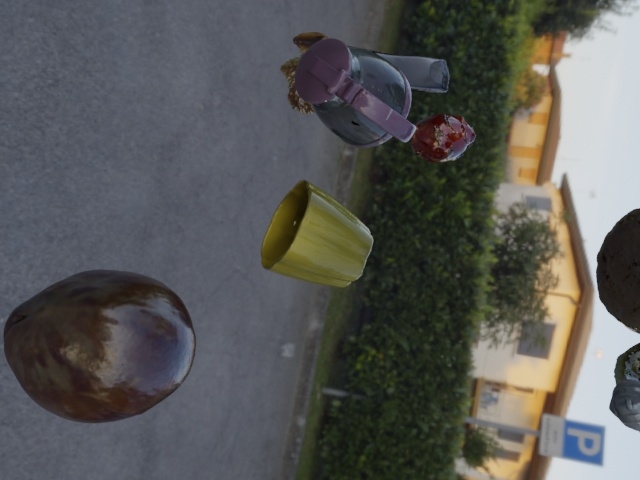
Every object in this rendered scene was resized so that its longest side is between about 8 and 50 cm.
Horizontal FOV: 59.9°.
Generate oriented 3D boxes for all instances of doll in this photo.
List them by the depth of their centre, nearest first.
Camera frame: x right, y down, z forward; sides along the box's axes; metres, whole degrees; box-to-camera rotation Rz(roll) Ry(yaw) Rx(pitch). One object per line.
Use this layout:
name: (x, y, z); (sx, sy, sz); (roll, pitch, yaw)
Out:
doll: (0.512, 0.260, 0.882); (0.180, 0.079, 0.093); (13, 61, -44)

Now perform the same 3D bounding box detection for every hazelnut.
hazelnut: (-0.289, 0.124, 0.742); (0.218, 0.234, 0.217); (-20, 90, -78)

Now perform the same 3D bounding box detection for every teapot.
teapot: (0.038, -0.171, 0.678); (0.146, 0.116, 0.148); (15, 55, -53)

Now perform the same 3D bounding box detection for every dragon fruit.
dragon fruit: (0.255, -0.258, 1.348); (0.125, 0.246, 0.125); (-141, -117, -65)

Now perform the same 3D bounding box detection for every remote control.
remote control: (0.107, -0.262, 0.852); (0.028, 0.212, 0.059); (160, -73, -65)

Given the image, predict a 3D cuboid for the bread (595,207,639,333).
bread: (0.594, 0.056, 0.978); (0.230, 0.123, 0.229); (-178, -90, -80)

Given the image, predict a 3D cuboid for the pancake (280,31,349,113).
pancake: (0.022, -0.434, 1.411); (0.056, 0.258, 0.212); (9, 77, -80)

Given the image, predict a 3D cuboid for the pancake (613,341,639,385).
pancake: (0.719, 0.299, 1.110); (0.037, 0.254, 0.253); (86, 18, -47)

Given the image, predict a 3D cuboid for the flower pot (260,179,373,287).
flower pot: (0.000, 0.000, 1.124); (0.195, 0.179, 0.195); (-48, -152, 36)
